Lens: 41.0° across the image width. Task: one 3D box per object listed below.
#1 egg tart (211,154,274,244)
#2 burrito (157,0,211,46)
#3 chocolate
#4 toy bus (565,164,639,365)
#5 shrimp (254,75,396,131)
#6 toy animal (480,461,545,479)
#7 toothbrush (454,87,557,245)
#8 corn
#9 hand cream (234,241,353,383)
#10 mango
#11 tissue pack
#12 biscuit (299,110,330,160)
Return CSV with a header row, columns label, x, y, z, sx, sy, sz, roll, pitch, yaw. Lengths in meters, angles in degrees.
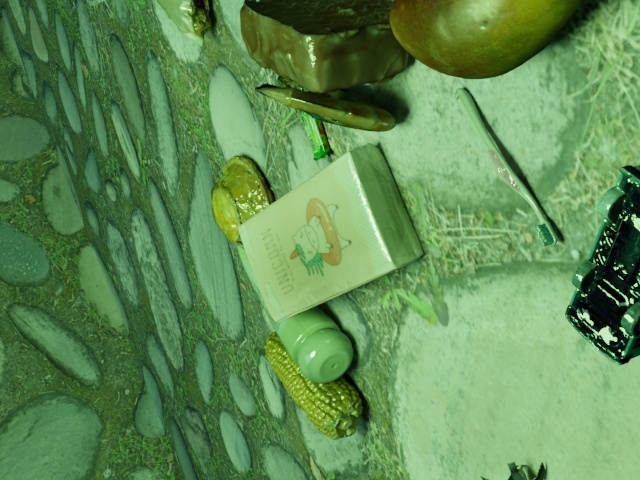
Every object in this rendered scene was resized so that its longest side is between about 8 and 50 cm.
label,x,y,z,sx,sy,sz,roll,pitch,yaw
egg tart,-0.141,-0.058,1.537,0.191,0.074,0.191,39,139,45
burrito,-0.288,-0.511,1.522,0.392,0.076,0.117,60,151,25
chocolate,0.007,-0.242,1.029,0.214,0.148,0.093,43,148,49
toy bus,0.276,0.018,0.718,0.079,0.091,0.160,49,141,43
shrimp,-0.025,-0.188,1.110,0.296,0.169,0.058,31,107,53
toy animal,0.240,0.285,1.037,0.084,0.050,0.028,-23,57,33
toothbrush,0.194,-0.080,0.904,0.204,0.022,0.017,64,151,22
corn,-0.017,0.238,1.460,0.091,0.091,0.260,42,178,-41
hand cream,-0.053,0.123,1.452,0.306,0.093,0.147,45,172,45
mango,0.155,-0.218,0.779,0.267,0.111,0.133,179,90,-65
tissue pack,0.000,0.000,1.223,0.325,0.071,0.170,-28,82,53
biscuit,-0.008,-0.162,1.260,0.046,0.016,0.089,-15,93,63
